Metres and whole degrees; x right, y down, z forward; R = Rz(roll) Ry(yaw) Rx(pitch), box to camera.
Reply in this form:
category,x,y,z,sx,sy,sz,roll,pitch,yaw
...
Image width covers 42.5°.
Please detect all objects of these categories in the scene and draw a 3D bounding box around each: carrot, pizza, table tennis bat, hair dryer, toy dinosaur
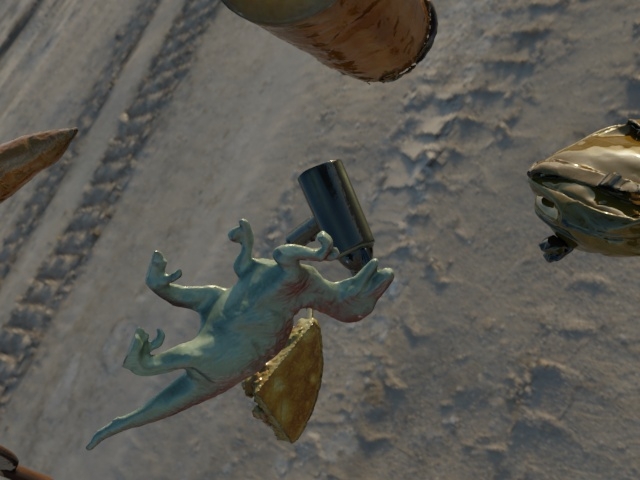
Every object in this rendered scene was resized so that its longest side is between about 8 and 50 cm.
category,x,y,z,sx,sy,sz,roll,pitch,yaw
carrot,0.015,-0.289,0.907,0.195,0.254,0.196,-3,82,22
pizza,-0.050,0.181,1.086,0.046,0.134,0.175,15,88,39
table tennis bat,-0.358,0.200,0.929,0.107,0.170,0.119,-14,51,31
hair dryer,0.000,0.000,1.371,0.248,0.078,0.196,-35,75,60
carrot,-0.373,-0.081,0.975,0.205,0.072,0.072,-27,34,5
toy dinosaur,-0.073,0.083,0.621,0.242,0.167,0.053,-56,25,4

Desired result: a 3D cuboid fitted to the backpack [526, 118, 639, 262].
category,x,y,z,sx,sy,sz,roll,pitch,yaw
backpack,0.610,-0.089,1.664,0.353,0.201,0.378,-26,30,-4

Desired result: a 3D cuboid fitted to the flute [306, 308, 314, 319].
category,x,y,z,sx,sy,sz,roll,pitch,yaw
flute,-0.022,0.181,1.571,0.027,0.027,0.233,-37,30,28
